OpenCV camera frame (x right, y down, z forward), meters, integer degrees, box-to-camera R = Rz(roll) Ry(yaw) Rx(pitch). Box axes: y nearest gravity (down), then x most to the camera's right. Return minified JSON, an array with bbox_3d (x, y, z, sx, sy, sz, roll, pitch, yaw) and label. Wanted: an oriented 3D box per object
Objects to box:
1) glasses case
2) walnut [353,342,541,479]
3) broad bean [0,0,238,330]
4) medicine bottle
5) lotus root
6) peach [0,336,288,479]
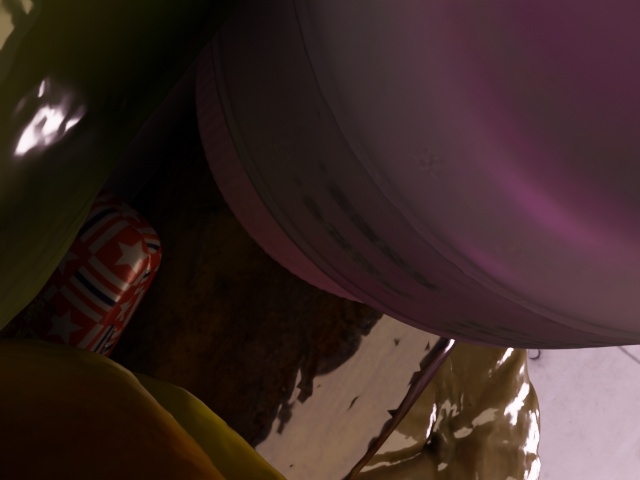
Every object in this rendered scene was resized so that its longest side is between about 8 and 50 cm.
[{"bbox_3d":[-0.150,0.058,0.763,0.194,0.073,0.049,-58,166,23],"label":"glasses case"},{"bbox_3d":[0.003,0.130,1.062,0.277,0.253,0.282,-15,-152,46],"label":"walnut"},{"bbox_3d":[-0.117,-0.052,0.468,0.291,0.119,0.238,-52,177,14],"label":"broad bean"},{"bbox_3d":[0.082,-0.083,0.614,0.256,0.256,0.325,-49,-173,-13],"label":"medicine bottle"},{"bbox_3d":[0.000,0.000,0.849,0.397,0.196,0.179,-54,-178,-11],"label":"lotus root"},{"bbox_3d":[-0.144,0.222,0.620,0.370,0.370,0.370,-49,168,-15],"label":"peach"}]
